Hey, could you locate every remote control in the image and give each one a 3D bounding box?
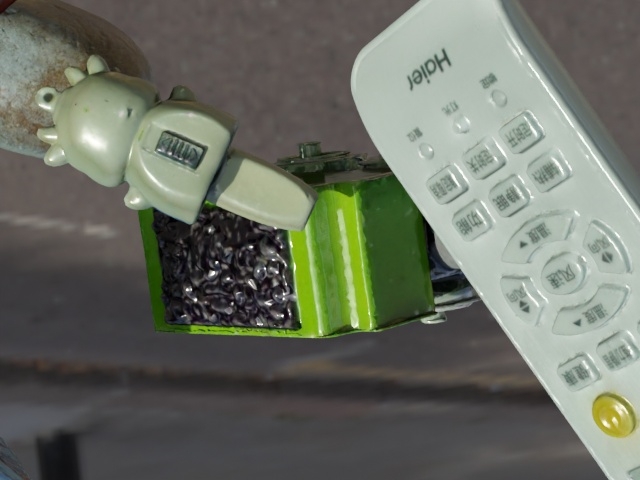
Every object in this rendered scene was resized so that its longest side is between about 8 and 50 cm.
[{"bbox_3d":[0.123,0.019,0.818,0.051,0.293,0.103,-31,177,-42],"label":"remote control"}]

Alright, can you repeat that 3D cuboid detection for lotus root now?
[{"bbox_3d":[-0.305,-0.162,1.674,0.322,0.140,0.158,16,-177,-15],"label":"lotus root"}]

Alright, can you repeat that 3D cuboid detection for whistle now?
[{"bbox_3d":[-0.119,-0.071,1.553,0.244,0.110,0.092,23,172,-3],"label":"whistle"}]

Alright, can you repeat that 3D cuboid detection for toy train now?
[{"bbox_3d":[0.000,0.000,1.737,0.307,0.173,0.249,-1,-172,44],"label":"toy train"}]

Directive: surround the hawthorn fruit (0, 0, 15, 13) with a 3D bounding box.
[{"bbox_3d":[-0.259,-0.223,1.028,0.284,0.284,0.284,-9,165,-2],"label":"hawthorn fruit"}]

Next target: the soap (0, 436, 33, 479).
[{"bbox_3d":[-0.346,0.160,1.577,0.077,0.156,0.293,-48,133,-3],"label":"soap"}]
